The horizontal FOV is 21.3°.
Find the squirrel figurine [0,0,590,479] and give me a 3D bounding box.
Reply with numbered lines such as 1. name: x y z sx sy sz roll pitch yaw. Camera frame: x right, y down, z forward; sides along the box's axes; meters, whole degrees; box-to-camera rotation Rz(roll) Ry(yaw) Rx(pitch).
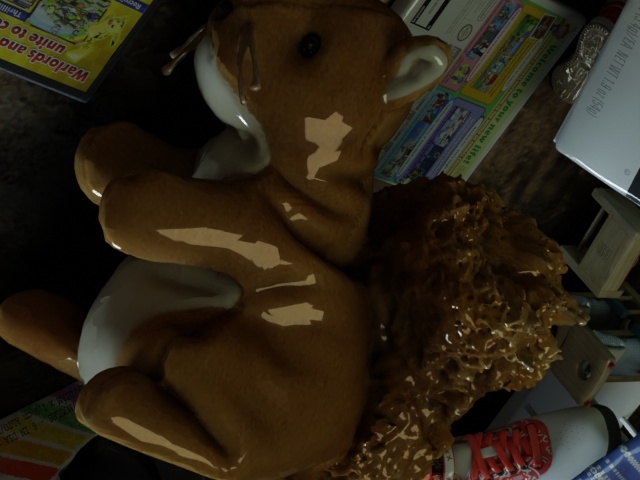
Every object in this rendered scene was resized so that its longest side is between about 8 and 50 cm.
1. squirrel figurine: 0.000 0.000 1.324 0.397 0.281 0.370 25 90 -20

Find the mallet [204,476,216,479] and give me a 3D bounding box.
1. mallet: -0.109 0.166 1.602 0.062 0.039 0.189 -9 129 -33

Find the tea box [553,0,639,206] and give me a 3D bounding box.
1. tea box: 0.429 -0.151 1.410 0.220 0.323 0.329 -30 148 -52

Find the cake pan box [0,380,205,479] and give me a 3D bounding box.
1. cake pan box: -0.221 0.248 1.435 0.267 0.246 0.070 -25 140 -12

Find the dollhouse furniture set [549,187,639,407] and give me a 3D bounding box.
1. dollhouse furniture set: 0.317 0.060 1.726 0.129 0.129 0.183 1 127 -37

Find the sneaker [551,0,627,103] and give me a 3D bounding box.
1. sneaker: 0.250 -0.173 1.519 0.067 0.042 0.118 -47 172 -30

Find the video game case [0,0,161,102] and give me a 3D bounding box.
1. video game case: -0.196 -0.235 1.147 0.275 0.035 0.248 21 115 -46

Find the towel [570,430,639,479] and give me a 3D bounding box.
1. towel: 0.263 0.337 1.764 0.336 0.040 0.243 -39 138 6

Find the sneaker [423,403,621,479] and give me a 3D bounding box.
1. sneaker: 0.171 0.233 1.757 0.145 0.090 0.270 13 150 -38

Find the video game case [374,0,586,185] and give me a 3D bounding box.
1. video game case: 0.106 -0.139 1.466 0.193 0.023 0.212 17 117 -44

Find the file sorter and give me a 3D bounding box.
1. file sorter: 0.283 0.282 1.887 0.193 0.173 0.277 12 121 -42
